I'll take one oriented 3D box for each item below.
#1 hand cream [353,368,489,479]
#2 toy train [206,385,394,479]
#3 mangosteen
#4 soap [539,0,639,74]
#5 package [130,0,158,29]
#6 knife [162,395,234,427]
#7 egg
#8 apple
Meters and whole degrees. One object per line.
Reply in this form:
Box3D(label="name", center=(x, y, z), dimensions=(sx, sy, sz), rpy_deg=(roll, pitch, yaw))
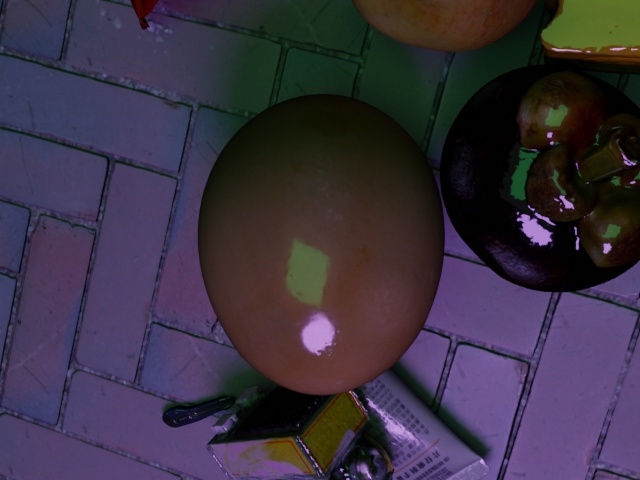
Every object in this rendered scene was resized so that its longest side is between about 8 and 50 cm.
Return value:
Box3D(label="hand cream", center=(0.087, 0.235, 1.201), dimensions=(0.139, 0.089, 0.314), rpy_deg=(-38, 90, 22))
Box3D(label="toy train", center=(-0.025, 0.290, 1.169), dimensions=(0.261, 0.134, 0.177), rpy_deg=(-18, 109, 46))
Box3D(label="mangosteen", center=(0.280, -0.076, 1.000), dimensions=(0.275, 0.302, 0.275), rpy_deg=(1, 84, -9))
Box3D(label="soap", center=(0.344, -0.238, 0.954), dimensions=(0.204, 0.324, 0.096), rpy_deg=(6, 99, 15))
Box3D(label="package", center=(-0.108, -0.456, 1.143), dimensions=(0.423, 0.123, 0.196), rpy_deg=(-24, 89, 14))
Box3D(label="knife", center=(-0.181, 0.253, 1.306), dimensions=(0.121, 0.018, 0.031), rpy_deg=(-21, 94, 14))
Box3D(label="egg", center=(0.000, 0.000, 1.061), dimensions=(0.301, 0.301, 0.374), rpy_deg=(-5, 55, 15))
Box3D(label="apple", center=(0.147, -0.332, 1.022), dimensions=(0.261, 0.261, 0.194), rpy_deg=(25, 137, 10))
